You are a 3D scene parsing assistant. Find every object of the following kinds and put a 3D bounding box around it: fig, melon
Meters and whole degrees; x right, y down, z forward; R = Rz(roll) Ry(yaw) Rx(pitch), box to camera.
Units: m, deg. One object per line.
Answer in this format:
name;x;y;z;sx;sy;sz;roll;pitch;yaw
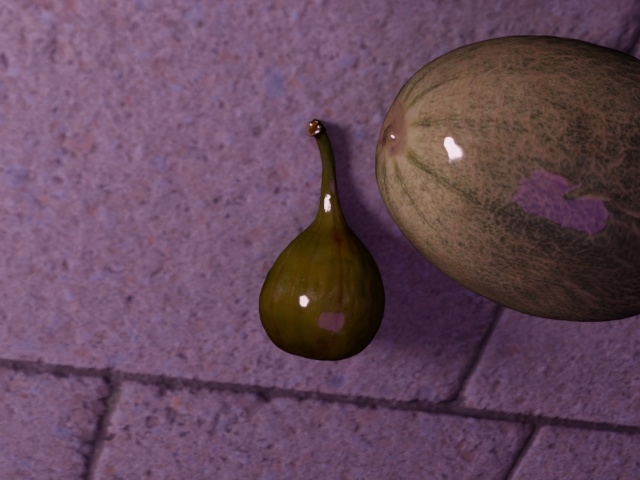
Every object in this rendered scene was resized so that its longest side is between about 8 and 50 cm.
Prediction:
fig;0.000;0.000;0.953;0.124;0.124;0.236;-4;99;-13
melon;0.208;-0.055;0.876;0.329;0.248;0.248;17;117;-17
